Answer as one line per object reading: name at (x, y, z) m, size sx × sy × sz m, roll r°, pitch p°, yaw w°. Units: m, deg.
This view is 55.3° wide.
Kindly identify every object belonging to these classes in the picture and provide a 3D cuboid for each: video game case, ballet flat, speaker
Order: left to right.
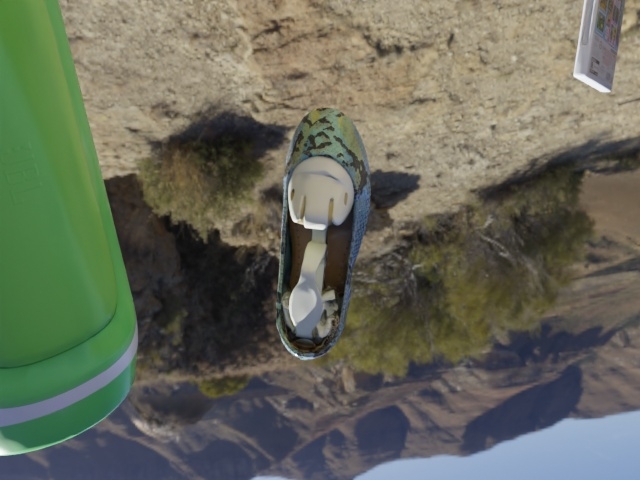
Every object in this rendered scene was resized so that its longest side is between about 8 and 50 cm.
speaker at (-0.186, -0.039, 0.327) m, size 0.131 × 0.296 × 0.131 m, roll -6°, pitch -160°, yaw 2°
ballet flat at (0.000, 0.000, 0.443) m, size 0.070 × 0.188 × 0.070 m, roll 2°, pitch -167°, yaw 0°
video game case at (0.361, -0.272, 0.782) m, size 0.019 × 0.143 × 0.157 m, roll 11°, pitch -169°, yaw 35°
